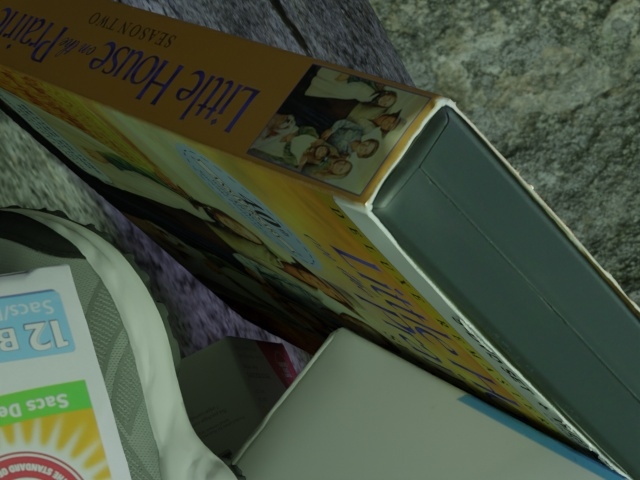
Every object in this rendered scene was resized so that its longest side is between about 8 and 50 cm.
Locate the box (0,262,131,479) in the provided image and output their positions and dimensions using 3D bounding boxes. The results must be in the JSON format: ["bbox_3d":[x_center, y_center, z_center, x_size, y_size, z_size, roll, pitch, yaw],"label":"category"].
[{"bbox_3d":[-0.119,0.106,0.475,0.203,0.114,0.103,114,-38,-55],"label":"box"}]

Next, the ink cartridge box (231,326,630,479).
[{"bbox_3d":[0.074,0.220,0.887,0.198,0.197,0.270,26,-18,45],"label":"ink cartridge box"}]

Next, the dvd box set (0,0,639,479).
[{"bbox_3d":[0.000,0.000,0.918,0.420,0.062,0.307,24,-16,51],"label":"dvd box set"}]

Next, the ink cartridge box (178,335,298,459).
[{"bbox_3d":[-0.025,0.160,1.058,0.198,0.067,0.115,65,12,11],"label":"ink cartridge box"}]

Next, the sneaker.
[{"bbox_3d":[-0.115,0.087,0.792,0.108,0.100,0.271,-7,49,-33],"label":"sneaker"}]
